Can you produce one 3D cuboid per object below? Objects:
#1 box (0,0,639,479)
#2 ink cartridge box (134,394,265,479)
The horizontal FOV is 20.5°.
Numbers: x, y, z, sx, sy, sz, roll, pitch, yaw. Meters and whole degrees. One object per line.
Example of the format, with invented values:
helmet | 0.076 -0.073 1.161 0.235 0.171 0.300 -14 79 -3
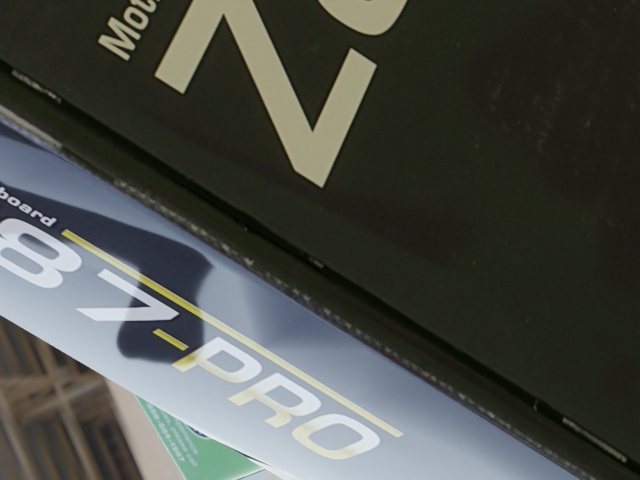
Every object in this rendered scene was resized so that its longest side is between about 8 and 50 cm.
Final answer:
box | 0.034 -0.138 0.460 0.318 0.097 0.395 32 -120 -15
ink cartridge box | 0.000 0.000 0.787 0.160 0.219 0.092 60 -143 -7
